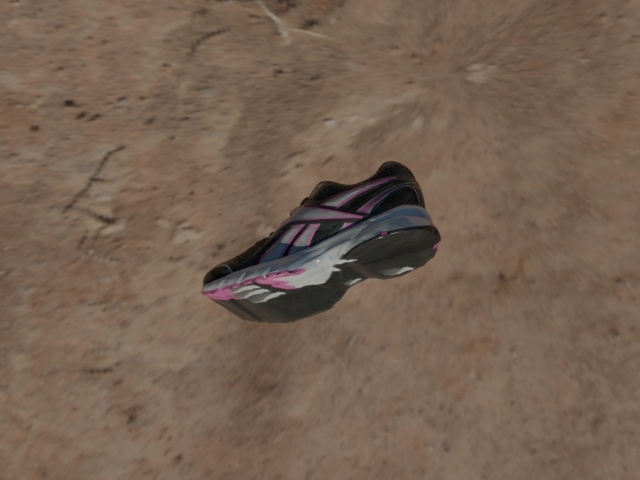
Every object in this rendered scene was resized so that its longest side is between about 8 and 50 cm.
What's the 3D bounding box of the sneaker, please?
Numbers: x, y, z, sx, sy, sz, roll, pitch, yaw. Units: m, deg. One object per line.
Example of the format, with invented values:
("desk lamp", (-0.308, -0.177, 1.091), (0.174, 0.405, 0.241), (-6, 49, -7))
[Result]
("sneaker", (0.000, 0.000, 1.060), (0.178, 0.072, 0.077), (-19, 55, 18))
